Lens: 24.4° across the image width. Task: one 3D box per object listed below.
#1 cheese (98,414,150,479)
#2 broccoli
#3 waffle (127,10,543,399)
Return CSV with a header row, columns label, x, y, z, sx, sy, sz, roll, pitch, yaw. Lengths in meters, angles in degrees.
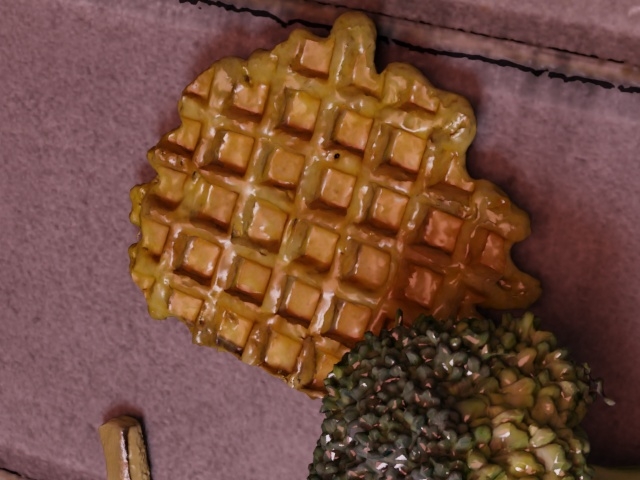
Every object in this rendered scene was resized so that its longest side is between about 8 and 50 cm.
label,x,y,z,sx,sy,sz,roll,pitch,yaw
cheese,-0.162,0.186,1.219,0.044,0.030,0.083,2,104,44
broccoli,0.125,0.232,0.971,0.302,0.249,0.375,-1,105,16
waffle,0.001,-0.001,1.108,0.307,0.060,0.312,-38,81,23
